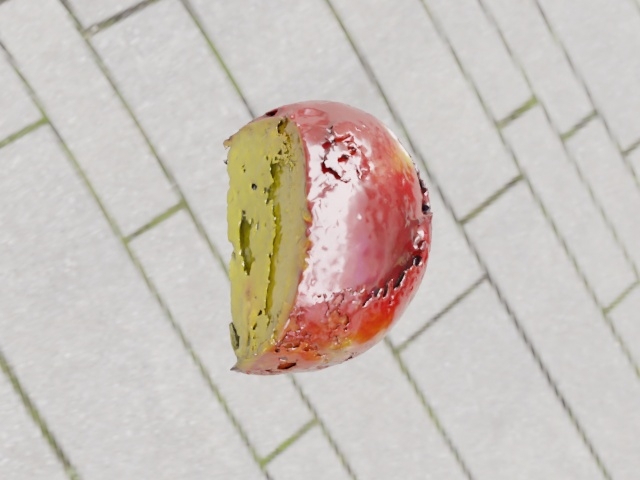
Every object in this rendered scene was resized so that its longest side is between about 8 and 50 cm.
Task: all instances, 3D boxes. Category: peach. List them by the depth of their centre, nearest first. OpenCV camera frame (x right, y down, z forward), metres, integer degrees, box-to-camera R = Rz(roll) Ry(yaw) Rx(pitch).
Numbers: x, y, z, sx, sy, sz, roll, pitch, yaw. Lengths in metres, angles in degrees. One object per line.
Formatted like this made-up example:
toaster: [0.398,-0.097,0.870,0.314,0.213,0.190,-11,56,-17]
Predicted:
peach: [0.004,-0.003,0.800,0.127,0.092,0.172,45,38,-23]
